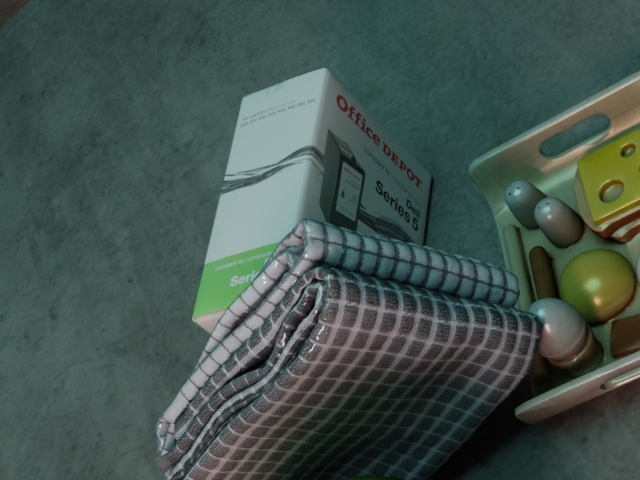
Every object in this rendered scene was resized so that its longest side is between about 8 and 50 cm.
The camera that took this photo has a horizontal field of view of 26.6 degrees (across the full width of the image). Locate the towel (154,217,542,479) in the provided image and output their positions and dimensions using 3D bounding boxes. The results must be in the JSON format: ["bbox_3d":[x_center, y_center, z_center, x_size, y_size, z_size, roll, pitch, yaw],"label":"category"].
[{"bbox_3d":[0.017,0.126,1.125,0.284,0.235,0.121,-53,43,32],"label":"towel"}]

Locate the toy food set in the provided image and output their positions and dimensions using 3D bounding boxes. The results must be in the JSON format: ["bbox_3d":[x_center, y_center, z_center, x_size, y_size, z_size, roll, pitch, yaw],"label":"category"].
[{"bbox_3d":[0.245,-0.005,1.183,0.219,0.092,0.306,-29,42,24],"label":"toy food set"}]

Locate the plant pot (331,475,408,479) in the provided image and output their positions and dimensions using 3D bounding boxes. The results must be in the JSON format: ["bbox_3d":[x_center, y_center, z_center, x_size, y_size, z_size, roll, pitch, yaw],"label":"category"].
[{"bbox_3d":[-0.004,0.289,0.928,0.274,0.293,0.275,-4,75,16],"label":"plant pot"}]

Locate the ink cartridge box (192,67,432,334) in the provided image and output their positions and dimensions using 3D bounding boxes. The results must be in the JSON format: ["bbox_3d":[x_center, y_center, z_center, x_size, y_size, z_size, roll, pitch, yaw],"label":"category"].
[{"bbox_3d":[0.000,0.000,1.327,0.115,0.198,0.273,-16,48,34],"label":"ink cartridge box"}]
